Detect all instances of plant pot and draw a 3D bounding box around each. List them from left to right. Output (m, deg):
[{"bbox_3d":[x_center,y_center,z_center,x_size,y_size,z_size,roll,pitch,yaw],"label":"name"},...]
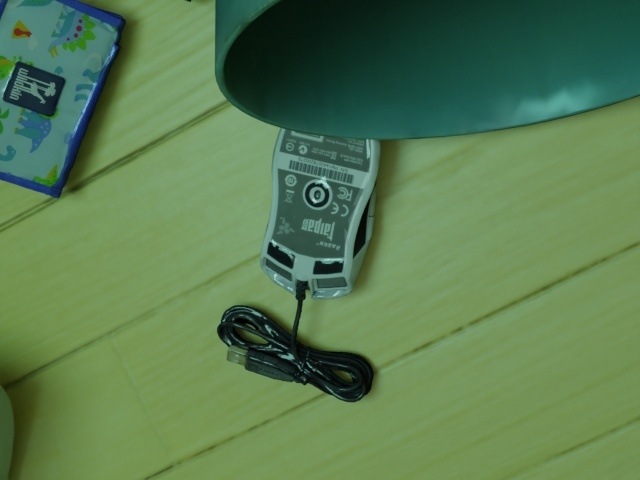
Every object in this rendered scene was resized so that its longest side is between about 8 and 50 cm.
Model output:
[{"bbox_3d":[0.078,-0.210,0.694,0.293,0.293,0.235,-10,77,12],"label":"plant pot"}]

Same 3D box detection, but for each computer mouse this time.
[{"bbox_3d":[0.000,0.000,0.845,0.106,0.042,0.193,16,103,14],"label":"computer mouse"}]

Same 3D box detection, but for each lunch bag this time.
[{"bbox_3d":[-0.216,-0.111,0.855,0.151,0.096,0.128,22,96,-6],"label":"lunch bag"}]

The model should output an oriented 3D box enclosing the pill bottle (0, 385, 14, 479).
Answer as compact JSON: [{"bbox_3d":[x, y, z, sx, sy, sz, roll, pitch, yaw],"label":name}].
[{"bbox_3d":[-0.413,0.116,0.842,0.392,0.224,0.224,18,98,10],"label":"pill bottle"}]
